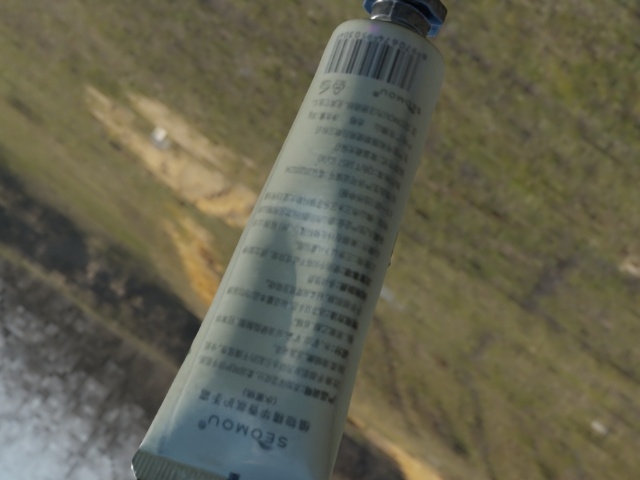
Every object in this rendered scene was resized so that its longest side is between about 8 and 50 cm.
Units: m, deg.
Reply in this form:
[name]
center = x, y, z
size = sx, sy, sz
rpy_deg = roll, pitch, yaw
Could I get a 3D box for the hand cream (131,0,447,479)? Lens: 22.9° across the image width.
[hand cream]
center = 0.000, 0.000, 0.642
size = 0.080, 0.234, 0.050
rpy_deg = 15, 160, 17
